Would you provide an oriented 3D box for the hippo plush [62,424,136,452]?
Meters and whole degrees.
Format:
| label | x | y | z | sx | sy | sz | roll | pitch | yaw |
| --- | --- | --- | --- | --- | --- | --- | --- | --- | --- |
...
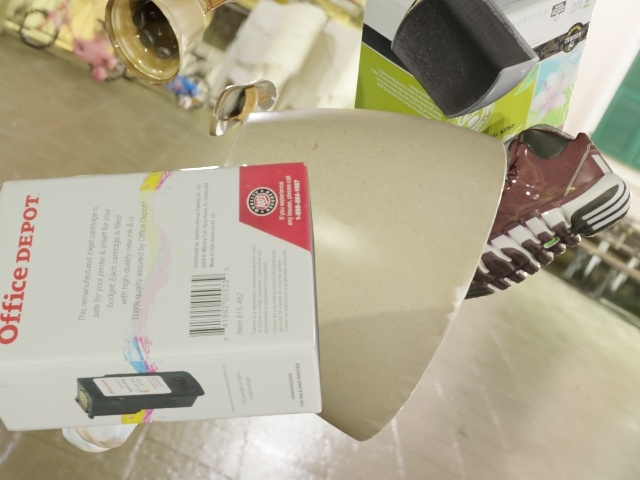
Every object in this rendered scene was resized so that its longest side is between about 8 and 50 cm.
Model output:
| label | x | y | z | sx | sy | sz | roll | pitch | yaw |
| --- | --- | --- | --- | --- | --- | --- | --- | --- | --- |
| hippo plush | -0.284 | 0.092 | 1.228 | 0.237 | 0.234 | 0.294 | 32 | -34 | -9 |

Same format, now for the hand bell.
| label | x | y | z | sx | sy | sz | roll | pitch | yaw |
| --- | --- | --- | --- | --- | --- | --- | --- | --- | --- |
| hand bell | -0.144 | -0.305 | 1.363 | 0.126 | 0.126 | 0.242 | 31 | 48 | 22 |

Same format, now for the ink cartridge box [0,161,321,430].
| label | x | y | z | sx | sy | sz | roll | pitch | yaw |
| --- | --- | --- | --- | --- | --- | --- | --- | --- | --- |
| ink cartridge box | -0.090 | 0.029 | 0.587 | 0.175 | 0.072 | 0.127 | -3 | 53 | 1 |

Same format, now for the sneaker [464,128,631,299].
| label | x | y | z | sx | sy | sz | roll | pitch | yaw |
| --- | --- | --- | --- | --- | --- | --- | --- | --- | --- |
| sneaker | 0.247 | -0.044 | 1.378 | 0.106 | 0.281 | 0.162 | 39 | 26 | -53 |

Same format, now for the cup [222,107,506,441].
| label | x | y | z | sx | sy | sz | roll | pitch | yaw |
| --- | --- | --- | --- | --- | --- | --- | --- | --- | --- |
| cup | 0.000 | 0.000 | 1.052 | 0.237 | 0.331 | 0.331 | 25 | 11 | -6 |

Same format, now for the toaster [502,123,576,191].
| label | x | y | z | sx | sy | sz | roll | pitch | yaw |
| --- | --- | --- | --- | --- | --- | --- | --- | --- | --- |
| toaster | 0.333 | -0.087 | 1.622 | 0.227 | 0.146 | 0.129 | 41 | -21 | 52 |

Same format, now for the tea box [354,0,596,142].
| label | x | y | z | sx | sy | sz | roll | pitch | yaw |
| --- | --- | --- | --- | --- | --- | --- | --- | --- | --- |
| tea box | 0.250 | -0.295 | 1.758 | 0.329 | 0.323 | 0.220 | -28 | 51 | -31 |

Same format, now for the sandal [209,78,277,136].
| label | x | y | z | sx | sy | sz | roll | pitch | yaw |
| --- | --- | --- | --- | --- | --- | --- | --- | --- | --- |
| sandal | -0.114 | -0.212 | 1.684 | 0.049 | 0.072 | 0.180 | 22 | 31 | 25 |

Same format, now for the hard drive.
| label | x | y | z | sx | sy | sz | roll | pitch | yaw |
| --- | --- | --- | --- | --- | --- | --- | --- | --- | --- |
| hard drive | 0.173 | -0.244 | 1.366 | 0.172 | 0.054 | 0.255 | 51 | -12 | -1 |
